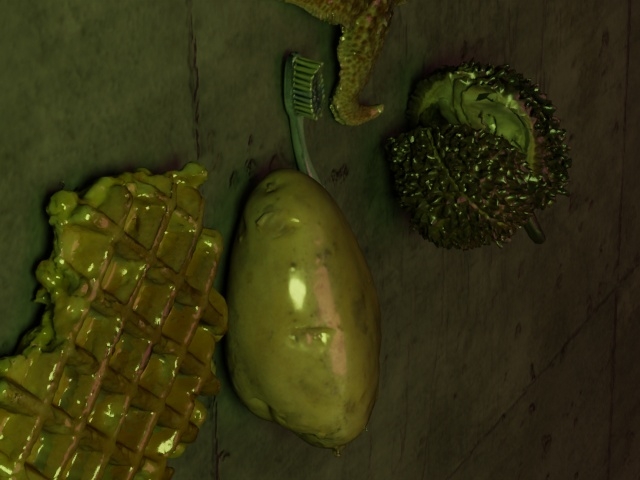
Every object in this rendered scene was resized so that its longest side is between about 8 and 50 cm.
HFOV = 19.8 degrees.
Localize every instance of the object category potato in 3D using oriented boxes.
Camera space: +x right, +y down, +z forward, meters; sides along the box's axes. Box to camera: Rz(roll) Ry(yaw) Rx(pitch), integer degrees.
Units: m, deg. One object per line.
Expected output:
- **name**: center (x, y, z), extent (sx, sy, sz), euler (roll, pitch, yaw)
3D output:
- **potato**: center (-0.020, 0.064, 1.505), extent (0.161, 0.128, 0.234), euler (-73, 153, -47)

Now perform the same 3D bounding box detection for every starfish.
- **starfish**: center (0.037, -0.250, 1.550), extent (0.302, 0.060, 0.299), euler (13, 91, -63)

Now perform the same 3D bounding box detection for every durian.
- **durian**: center (0.155, -0.069, 1.724), extent (0.196, 0.167, 0.196), euler (1, 88, -30)

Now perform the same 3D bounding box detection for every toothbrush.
- **toothbrush**: center (0.000, 0.000, 1.610), extent (0.028, 0.037, 0.375), euler (-47, 142, -42)

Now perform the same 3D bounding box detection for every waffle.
- **waffle**: center (-0.152, 0.088, 1.312), extent (0.301, 0.058, 0.281), euler (-57, 146, -36)
